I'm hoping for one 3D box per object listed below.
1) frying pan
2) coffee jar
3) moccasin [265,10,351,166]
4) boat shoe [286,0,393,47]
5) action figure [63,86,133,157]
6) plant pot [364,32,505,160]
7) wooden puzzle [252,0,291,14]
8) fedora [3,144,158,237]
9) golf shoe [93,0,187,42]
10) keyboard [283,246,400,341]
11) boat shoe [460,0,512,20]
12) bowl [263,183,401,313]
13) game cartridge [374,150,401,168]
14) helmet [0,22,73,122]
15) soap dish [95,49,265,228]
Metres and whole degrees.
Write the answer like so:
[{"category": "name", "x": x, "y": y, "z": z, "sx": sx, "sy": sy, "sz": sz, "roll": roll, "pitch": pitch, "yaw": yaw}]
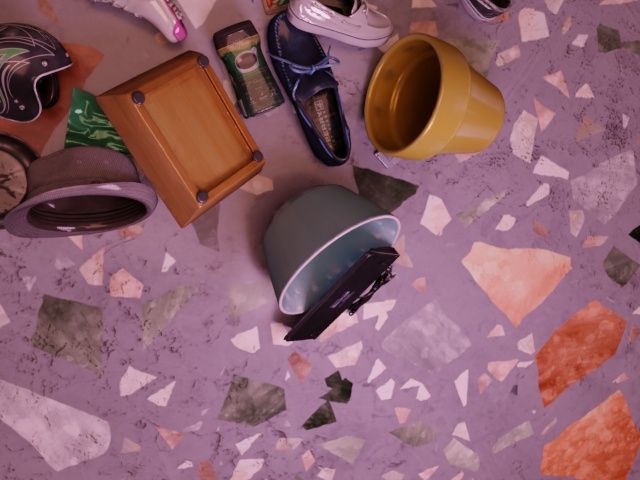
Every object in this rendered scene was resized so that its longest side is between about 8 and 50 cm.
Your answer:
[{"category": "frying pan", "x": -0.698, "y": -0.140, "z": 1.057, "sx": 0.325, "sy": 0.053, "sz": 0.197, "roll": 23, "pitch": 94, "yaw": -22}, {"category": "coffee jar", "x": -0.150, "y": -0.355, "z": 1.146, "sx": 0.096, "sy": 0.079, "sz": 0.185, "roll": -23, "pitch": 108, "yaw": -6}, {"category": "moccasin", "x": -0.002, "y": -0.325, "z": 1.174, "sx": 0.137, "sy": 0.117, "sz": 0.342, "roll": -30, "pitch": 107, "yaw": -8}, {"category": "boat shoe", "x": 0.059, "y": -0.469, "z": 1.142, "sx": 0.257, "sy": 0.084, "sz": 0.095, "roll": -7, "pitch": 70, "yaw": -32}, {"category": "action figure", "x": -0.387, "y": -0.214, "z": 1.118, "sx": 0.232, "sy": 0.063, "sz": 0.137, "roll": 9, "pitch": 98, "yaw": -23}, {"category": "plant pot", "x": 0.263, "y": -0.290, "z": 1.203, "sx": 0.238, "sy": 0.254, "sz": 0.254, "roll": 7, "pitch": 100, "yaw": -32}, {"category": "wooden puzzle", "x": -0.093, "y": -0.522, "z": 1.161, "sx": 0.116, "sy": 0.014, "sz": 0.079, "roll": -28, "pitch": 107, "yaw": -8}, {"category": "fedora", "x": -0.460, "y": -0.100, "z": 1.060, "sx": 0.275, "sy": 0.244, "sz": 0.125, "roll": -9, "pitch": 75, "yaw": -20}, {"category": "golf shoe", "x": -0.386, "y": -0.485, "z": 1.045, "sx": 0.140, "sy": 0.115, "sz": 0.306, "roll": -40, "pitch": 101, "yaw": 4}, {"category": "keyboard", "x": 0.063, "y": 0.126, "z": 1.267, "sx": 0.317, "sy": 0.033, "sz": 0.201, "roll": -47, "pitch": 150, "yaw": 25}, {"category": "boat shoe", "x": 0.310, "y": -0.631, "z": 1.196, "sx": 0.335, "sy": 0.119, "sz": 0.121, "roll": 41, "pitch": 89, "yaw": -20}, {"category": "bowl", "x": 0.000, "y": 0.000, "z": 1.179, "sx": 0.311, "sy": 0.312, "sz": 0.163, "roll": -36, "pitch": 67, "yaw": -6}, {"category": "game cartridge", "x": 0.173, "y": -0.213, "z": 1.302, "sx": 0.083, "sy": 0.017, "sz": 0.056, "roll": -46, "pitch": 106, "yaw": -3}, {"category": "helmet", "x": -0.546, "y": -0.311, "z": 1.000, "sx": 0.169, "sy": 0.169, "sz": 0.162, "roll": 13, "pitch": 115, "yaw": -18}, {"category": "soap dish", "x": -0.257, "y": -0.207, "z": 1.089, "sx": 0.229, "sy": 0.118, "sz": 0.291, "roll": -41, "pitch": 110, "yaw": -32}]
